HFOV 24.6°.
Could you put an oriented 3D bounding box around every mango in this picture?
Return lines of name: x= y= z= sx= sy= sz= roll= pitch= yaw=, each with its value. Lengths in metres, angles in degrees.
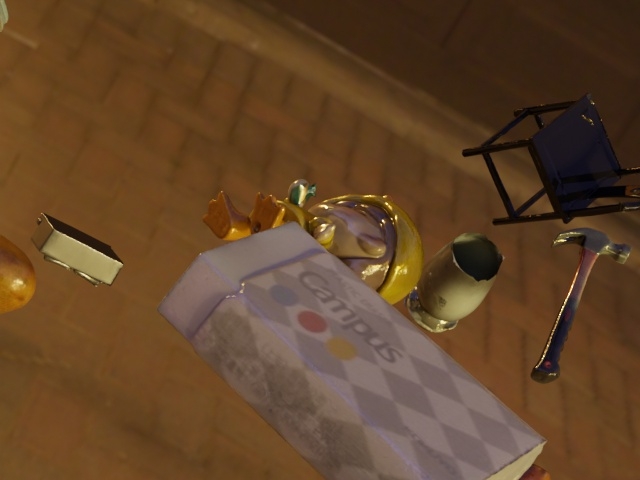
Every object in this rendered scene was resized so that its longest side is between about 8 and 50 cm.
mango: x=-0.420 y=0.029 z=1.687 sx=0.227 sy=0.109 sz=0.147 roll=10 pitch=-25 yaw=36

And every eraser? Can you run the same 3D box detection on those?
eraser: x=0.030 y=0.146 z=1.593 sx=0.397 sy=0.082 sz=0.213 roll=42 pitch=36 yaw=23

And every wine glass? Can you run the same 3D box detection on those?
wine glass: x=0.221 y=0.070 z=2.436 sx=0.111 sy=0.204 sz=0.111 roll=10 pitch=58 yaw=-16

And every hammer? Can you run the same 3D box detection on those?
hammer: x=0.359 y=0.091 z=2.108 sx=0.111 sy=0.033 sz=0.288 roll=24 pitch=52 yaw=4

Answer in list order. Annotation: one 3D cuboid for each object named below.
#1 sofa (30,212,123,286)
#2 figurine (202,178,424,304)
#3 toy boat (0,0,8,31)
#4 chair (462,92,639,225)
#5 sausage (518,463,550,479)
sofa: x=-0.410 y=0.020 z=2.453 sx=0.147 sy=0.060 sz=0.085 roll=29 pitch=8 yaw=-33
figurine: x=0.000 y=0.000 z=2.174 sx=0.343 sy=0.187 sz=0.215 roll=16 pitch=8 yaw=-43
toy boat: x=-0.499 y=-0.310 z=1.627 sx=0.332 sy=0.145 sz=0.133 roll=25 pitch=29 yaw=-22
chair: x=0.348 y=-0.109 z=2.033 sx=0.154 sy=0.260 sz=0.141 roll=-37 pitch=109 yaw=-34
sausage: x=0.264 y=0.439 z=2.287 sx=0.098 sy=0.238 sz=0.098 roll=42 pitch=-18 yaw=17
